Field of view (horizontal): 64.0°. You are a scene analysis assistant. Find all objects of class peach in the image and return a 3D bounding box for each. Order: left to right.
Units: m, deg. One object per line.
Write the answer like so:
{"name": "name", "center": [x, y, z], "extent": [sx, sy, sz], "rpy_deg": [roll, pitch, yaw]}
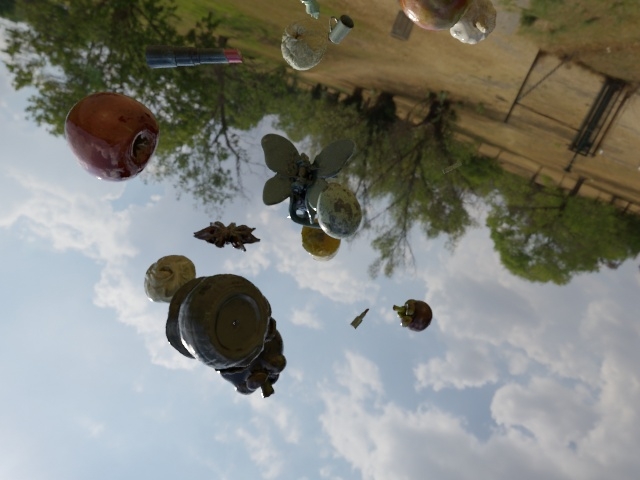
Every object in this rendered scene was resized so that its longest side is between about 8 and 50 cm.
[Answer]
{"name": "peach", "center": [0.359, -0.769, 1.577], "extent": [0.230, 0.231, 0.231], "rpy_deg": [20, -163, -6]}

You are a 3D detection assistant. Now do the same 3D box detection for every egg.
{"name": "egg", "center": [0.053, -0.089, 1.520], "extent": [0.132, 0.172, 0.132], "rpy_deg": [-17, 175, -1]}

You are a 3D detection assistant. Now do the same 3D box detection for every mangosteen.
{"name": "mangosteen", "center": [-0.254, 0.440, 1.905], "extent": [0.287, 0.288, 0.233], "rpy_deg": [19, 177, -9]}
{"name": "mangosteen", "center": [0.430, 0.332, 2.352], "extent": [0.181, 0.145, 0.156], "rpy_deg": [45, -155, -22]}

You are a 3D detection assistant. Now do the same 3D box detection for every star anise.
{"name": "star anise", "center": [-0.398, -0.020, 2.188], "extent": [0.288, 0.088, 0.288], "rpy_deg": [9, -159, -3]}

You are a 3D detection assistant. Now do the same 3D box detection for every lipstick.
{"name": "lipstick", "center": [-0.302, -0.442, 1.236], "extent": [0.234, 0.054, 0.053], "rpy_deg": [3, -165, 8]}
{"name": "lipstick", "center": [0.204, 0.391, 2.596], "extent": [0.030, 0.129, 0.030], "rpy_deg": [28, 156, 43]}

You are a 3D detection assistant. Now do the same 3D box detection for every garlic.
{"name": "garlic", "center": [0.642, -0.906, 2.128], "extent": [0.199, 0.199, 0.226], "rpy_deg": [19, -149, -11]}

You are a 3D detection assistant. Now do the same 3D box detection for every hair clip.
{"name": "hair clip", "center": [-0.050, -0.229, 2.069], "extent": [0.391, 0.319, 0.238], "rpy_deg": [6, 161, 15]}

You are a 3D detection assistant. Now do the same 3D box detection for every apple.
{"name": "apple", "center": [-0.600, -0.306, 1.484], "extent": [0.216, 0.261, 0.260], "rpy_deg": [25, -163, 10]}

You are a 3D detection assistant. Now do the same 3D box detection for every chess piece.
{"name": "chess piece", "center": [-0.032, -0.606, 1.260], "extent": [0.059, 0.059, 0.149], "rpy_deg": [33, 173, 32]}

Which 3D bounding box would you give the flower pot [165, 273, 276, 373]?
{"name": "flower pot", "center": [-0.292, 0.245, 1.541], "extent": [0.301, 0.302, 0.213], "rpy_deg": [4, 178, -45]}

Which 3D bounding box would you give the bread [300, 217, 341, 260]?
{"name": "bread", "center": [0.003, -0.002, 2.434], "extent": [0.197, 0.197, 0.170], "rpy_deg": [26, 163, 12]}

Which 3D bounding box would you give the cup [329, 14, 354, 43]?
{"name": "cup", "center": [0.061, -0.712, 1.725], "extent": [0.074, 0.083, 0.055], "rpy_deg": [3, -113, -32]}

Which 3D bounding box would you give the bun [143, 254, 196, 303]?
{"name": "bun", "center": [-0.502, 0.115, 1.676], "extent": [0.183, 0.102, 0.183], "rpy_deg": [-4, -127, 5]}

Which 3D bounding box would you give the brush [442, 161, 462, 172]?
{"name": "brush", "center": [0.504, -0.281, 1.963], "extent": [0.083, 0.016, 0.013], "rpy_deg": [-26, -162, -9]}

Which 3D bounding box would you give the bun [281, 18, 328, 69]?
{"name": "bun", "center": [-0.074, -0.830, 2.151], "extent": [0.220, 0.221, 0.134], "rpy_deg": [31, -172, 28]}
